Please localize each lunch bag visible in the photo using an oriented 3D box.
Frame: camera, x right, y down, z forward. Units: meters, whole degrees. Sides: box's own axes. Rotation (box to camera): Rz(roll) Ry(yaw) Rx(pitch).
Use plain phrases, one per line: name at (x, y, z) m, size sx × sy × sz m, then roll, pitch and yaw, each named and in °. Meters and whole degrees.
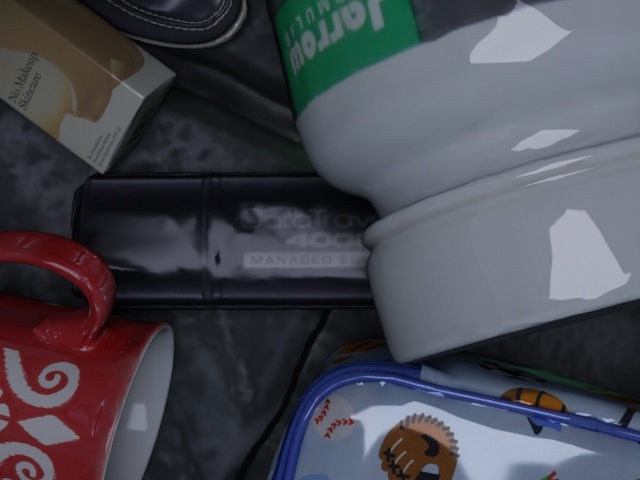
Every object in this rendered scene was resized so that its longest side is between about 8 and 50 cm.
lunch bag at (0.110, 0.193, 0.614) m, size 0.303 × 0.115 × 0.243 m, roll 15°, pitch 93°, yaw 3°

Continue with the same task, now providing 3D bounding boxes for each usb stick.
usb stick at (0.000, 0.000, 0.649) m, size 0.278 × 0.045 × 0.077 m, roll 0°, pitch 82°, yaw 2°

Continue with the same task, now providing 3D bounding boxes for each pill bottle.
pill bottle at (0.071, -0.139, 0.546) m, size 0.204 × 0.204 × 0.361 m, roll -15°, pitch 82°, yaw 2°

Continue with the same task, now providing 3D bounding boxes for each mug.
mug at (-0.170, 0.059, 0.623) m, size 0.169 × 0.113 × 0.150 m, roll 14°, pitch 96°, yaw 6°

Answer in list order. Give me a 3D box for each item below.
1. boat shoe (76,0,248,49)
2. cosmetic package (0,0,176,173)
boat shoe at (-0.133, -0.170, 0.640) m, size 0.206 × 0.065 × 0.075 m, roll 33°, pitch 91°, yaw 1°
cosmetic package at (-0.143, -0.096, 0.642) m, size 0.115 × 0.041 × 0.060 m, roll 35°, pitch 123°, yaw 2°
